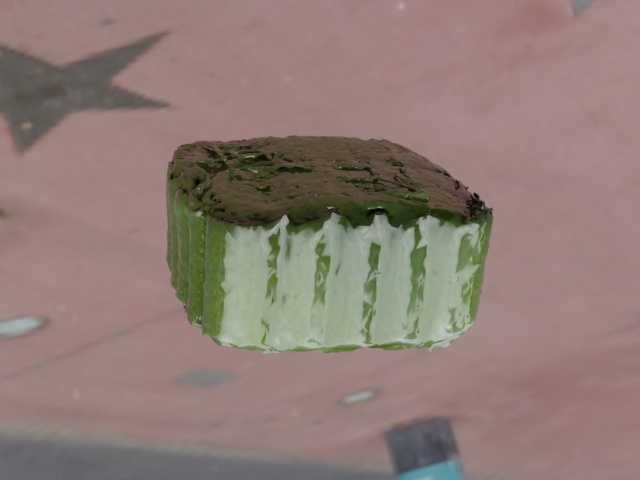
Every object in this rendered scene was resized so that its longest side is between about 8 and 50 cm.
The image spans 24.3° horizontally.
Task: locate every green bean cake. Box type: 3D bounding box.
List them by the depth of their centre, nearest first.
[{"bbox_3d":[0.000,0.000,1.054,0.214,0.113,0.200,1,-161,-14],"label":"green bean cake"}]
